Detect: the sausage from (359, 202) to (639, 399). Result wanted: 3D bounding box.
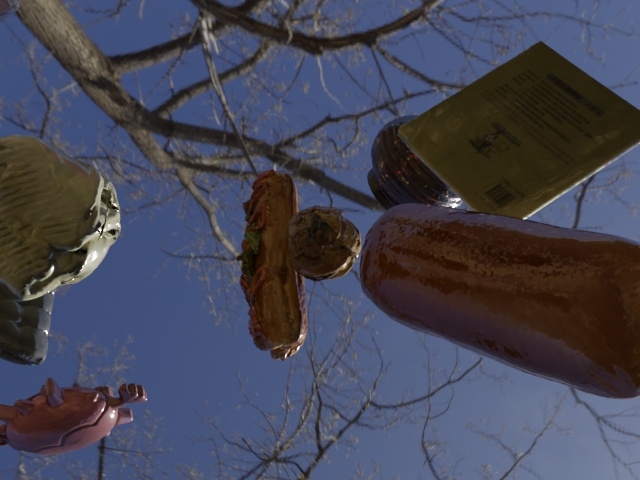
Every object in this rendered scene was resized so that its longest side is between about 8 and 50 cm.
[{"bbox_3d":[0.130,0.033,0.525,0.105,0.105,0.274,-50,-147,-18],"label":"sausage"}]

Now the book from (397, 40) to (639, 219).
[{"bbox_3d":[0.196,-0.107,0.693,0.192,0.013,0.168,-32,-127,-8],"label":"book"}]

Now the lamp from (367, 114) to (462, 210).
[{"bbox_3d":[0.220,-0.163,1.509,0.246,0.247,0.247,-1,-115,3],"label":"lamp"}]

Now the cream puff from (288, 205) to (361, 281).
[{"bbox_3d":[0.000,0.000,1.156,0.119,0.104,0.133,-36,-114,7],"label":"cream puff"}]

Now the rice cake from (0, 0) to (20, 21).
[{"bbox_3d":[-0.549,-0.258,0.958,0.364,0.056,0.073,-29,-72,14],"label":"rice cake"}]

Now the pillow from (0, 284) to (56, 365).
[{"bbox_3d":[-0.700,0.119,1.423,0.101,0.326,0.228,-33,-133,36],"label":"pillow"}]

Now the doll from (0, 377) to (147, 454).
[{"bbox_3d":[-0.415,0.293,1.174,0.261,0.211,0.093,-23,-124,5],"label":"doll"}]

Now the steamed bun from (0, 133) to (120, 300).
[{"bbox_3d":[-0.515,-0.049,1.323,0.280,0.207,0.268,36,-86,1],"label":"steamed bun"}]

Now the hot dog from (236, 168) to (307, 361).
[{"bbox_3d":[-0.090,0.042,1.278,0.117,0.158,0.349,-4,-110,-4],"label":"hot dog"}]
